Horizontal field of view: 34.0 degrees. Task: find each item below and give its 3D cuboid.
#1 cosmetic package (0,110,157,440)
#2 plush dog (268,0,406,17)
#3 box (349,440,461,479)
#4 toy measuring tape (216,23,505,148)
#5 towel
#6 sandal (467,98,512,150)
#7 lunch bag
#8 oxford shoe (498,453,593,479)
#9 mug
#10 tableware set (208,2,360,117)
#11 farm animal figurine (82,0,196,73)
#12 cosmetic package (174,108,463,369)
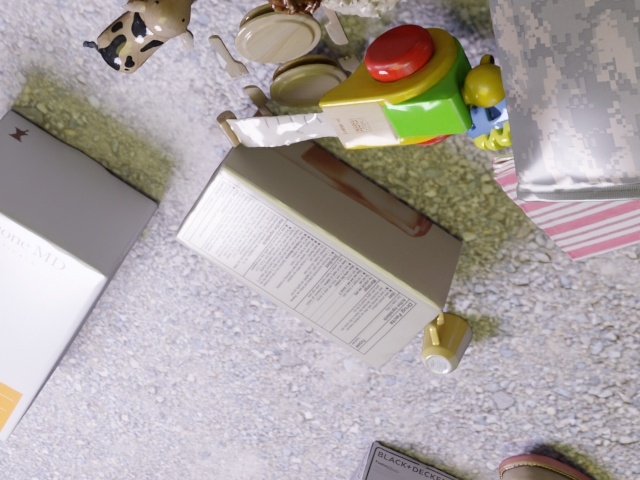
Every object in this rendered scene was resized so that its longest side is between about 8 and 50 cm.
[{"bbox_3d":[-0.429,0.066,1.439,0.230,0.161,0.453,33,132,-7],"label":"cosmetic package"},{"bbox_3d":[0.042,-0.291,0.869,0.211,0.262,0.225,52,144,37],"label":"plush dog"},{"bbox_3d":[0.099,0.447,1.599,0.169,0.087,0.290,24,133,1],"label":"box"},{"bbox_3d":[0.044,-0.153,1.069,0.330,0.121,0.121,-1,129,37],"label":"toy measuring tape"},{"bbox_3d":[0.291,-0.051,1.116,0.144,0.029,0.197,-19,138,34],"label":"towel"},{"bbox_3d":[0.245,-0.196,0.992,0.317,0.126,0.138,-38,77,45],"label":"sandal"},{"bbox_3d":[0.276,-0.155,0.756,0.287,0.169,0.235,4,111,52],"label":"lunch bag"},{"bbox_3d":[0.361,0.436,1.455,0.123,0.130,0.348,-27,115,37],"label":"oxford shoe"},{"bbox_3d":[0.151,0.131,1.326,0.078,0.064,0.062,42,132,-15],"label":"mug"},{"bbox_3d":[-0.030,-0.196,1.089,0.128,0.039,0.194,-15,158,10],"label":"tableware set"},{"bbox_3d":[-0.139,-0.305,0.998,0.326,0.172,0.330,4,130,18],"label":"farm animal figurine"},{"bbox_3d":[0.000,0.000,1.232,0.296,0.129,0.153,34,132,-8],"label":"cosmetic package"}]
